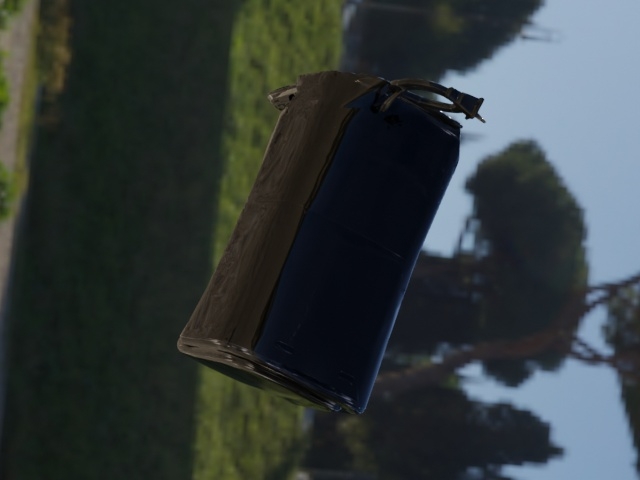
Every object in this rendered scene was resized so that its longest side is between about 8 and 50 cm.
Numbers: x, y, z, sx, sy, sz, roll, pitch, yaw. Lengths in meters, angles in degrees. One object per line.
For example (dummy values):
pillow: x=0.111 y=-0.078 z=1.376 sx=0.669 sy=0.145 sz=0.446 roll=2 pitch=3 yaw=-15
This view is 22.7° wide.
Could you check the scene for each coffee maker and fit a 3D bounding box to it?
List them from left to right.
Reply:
coffee maker: x=0.000 y=0.000 z=0.916 sx=0.171 sy=0.120 sz=0.178 roll=123 pitch=-12 yaw=-77
